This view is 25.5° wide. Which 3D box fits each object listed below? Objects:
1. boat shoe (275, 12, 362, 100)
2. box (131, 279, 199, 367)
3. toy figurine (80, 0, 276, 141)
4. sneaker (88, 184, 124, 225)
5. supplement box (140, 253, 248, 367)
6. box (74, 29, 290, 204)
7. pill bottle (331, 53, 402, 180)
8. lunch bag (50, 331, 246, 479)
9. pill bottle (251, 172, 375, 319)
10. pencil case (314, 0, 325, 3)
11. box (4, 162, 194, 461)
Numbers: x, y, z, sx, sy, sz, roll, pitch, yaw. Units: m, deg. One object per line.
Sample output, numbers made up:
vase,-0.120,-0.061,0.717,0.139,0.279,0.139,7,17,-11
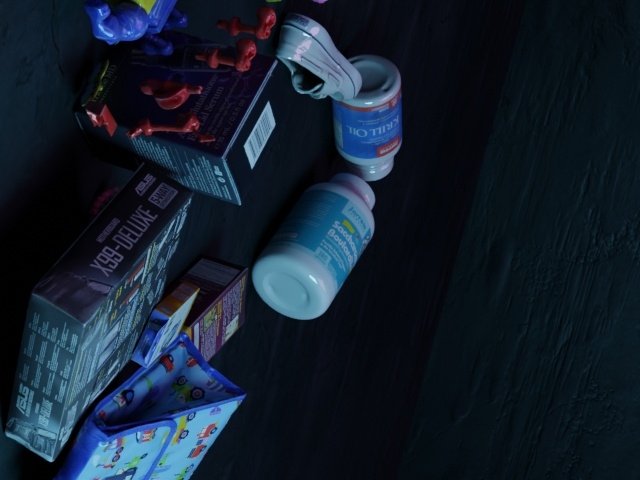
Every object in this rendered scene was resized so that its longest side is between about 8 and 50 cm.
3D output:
boat shoe,-0.012,-0.270,2.243,0.084,0.095,0.258,-65,151,-9
box,-0.204,0.110,1.843,0.081,0.028,0.136,-64,173,21
toy figurine,-0.166,-0.314,1.589,0.362,0.191,0.217,-65,156,-24
sneaker,-0.270,-0.014,1.788,0.119,0.047,0.057,-63,168,-1
supplement box,-0.186,0.115,2.088,0.188,0.081,0.104,-48,150,-51
box,-0.163,-0.155,1.694,0.108,0.207,0.153,74,37,-59
pill bottle,0.084,-0.211,2.499,0.221,0.124,0.124,83,30,-51
lunch bag,-0.269,0.276,1.860,0.293,0.138,0.221,-24,152,-56
pill bottle,0.000,0.000,2.421,0.146,0.146,0.264,89,26,-46
pencil case,-0.021,-0.404,2.066,0.209,0.095,0.098,1,80,-71
box,-0.268,0.091,1.698,0.242,0.076,0.307,-55,172,-40
